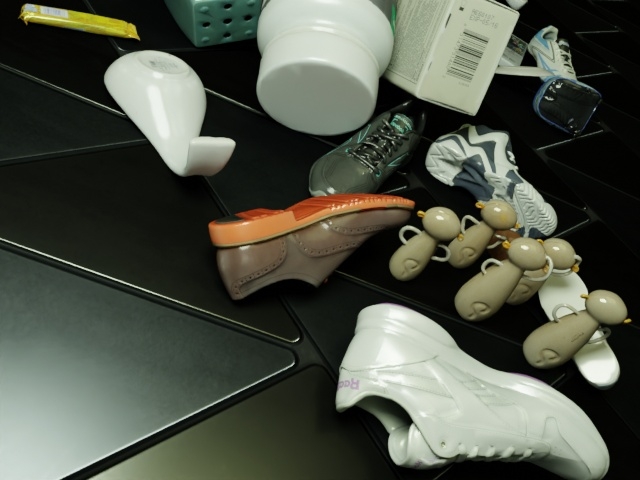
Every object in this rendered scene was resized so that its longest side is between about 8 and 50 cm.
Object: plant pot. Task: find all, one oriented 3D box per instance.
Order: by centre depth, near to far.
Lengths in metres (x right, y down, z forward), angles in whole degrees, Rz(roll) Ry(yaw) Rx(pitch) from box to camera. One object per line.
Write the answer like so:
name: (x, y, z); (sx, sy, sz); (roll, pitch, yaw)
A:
plant pot: (-0.178, -0.437, 0.905); (0.165, 0.166, 0.234); (-15, 75, -15)

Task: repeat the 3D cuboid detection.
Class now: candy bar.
candy bar: (-0.345, -0.314, 0.827); (0.161, 0.018, 0.040); (-1, 49, -29)

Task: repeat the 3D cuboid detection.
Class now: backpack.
backpack: (0.518, -0.294, 1.228); (0.114, 0.105, 0.084); (25, 22, -4)

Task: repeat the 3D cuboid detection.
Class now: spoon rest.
spoon rest: (-0.196, -0.167, 0.753); (0.137, 0.084, 0.276); (-4, 41, -33)

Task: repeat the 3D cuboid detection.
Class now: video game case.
video game case: (0.407, -0.490, 1.393); (0.190, 0.022, 0.173); (33, 44, 2)

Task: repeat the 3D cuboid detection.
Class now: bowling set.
bowling set: (0.252, 0.012, 0.773); (0.287, 0.154, 0.200); (31, 44, -2)

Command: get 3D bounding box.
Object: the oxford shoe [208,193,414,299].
oxford shoe: (0.000, 0.000, 0.694); (0.271, 0.097, 0.098); (-13, 102, -27)

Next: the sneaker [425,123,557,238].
sneaker: (0.304, -0.115, 0.954); (0.235, 0.094, 0.153); (33, 52, 16)

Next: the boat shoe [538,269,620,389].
boat shoe: (0.363, 0.121, 0.808); (0.063, 0.066, 0.184); (51, 15, -54)

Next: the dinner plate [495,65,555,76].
dinner plate: (0.440, -0.372, 1.257); (0.141, 0.017, 0.141); (3, 18, -1)

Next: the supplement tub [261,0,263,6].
supplement tub: (-0.107, -0.504, 1.062); (0.106, 0.106, 0.198); (-18, 63, -39)

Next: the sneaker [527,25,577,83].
sneaker: (0.571, -0.430, 1.386); (0.085, 0.086, 0.237); (10, 50, -24)

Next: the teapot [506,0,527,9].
teapot: (0.310, -0.611, 1.329); (0.252, 0.256, 0.187); (5, 83, -52)

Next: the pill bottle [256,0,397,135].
pill bottle: (0.016, -0.357, 0.882); (0.204, 0.204, 0.361); (15, 66, -17)

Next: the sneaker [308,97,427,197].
sneaker: (0.075, -0.134, 0.839); (0.101, 0.106, 0.267); (40, 46, 4)

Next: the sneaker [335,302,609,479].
sneaker: (0.153, 0.196, 0.612); (0.305, 0.114, 0.152); (28, 58, 2)

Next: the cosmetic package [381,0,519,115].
cosmetic package: (0.168, -0.328, 0.941); (0.113, 0.160, 0.309); (12, 23, -21)
